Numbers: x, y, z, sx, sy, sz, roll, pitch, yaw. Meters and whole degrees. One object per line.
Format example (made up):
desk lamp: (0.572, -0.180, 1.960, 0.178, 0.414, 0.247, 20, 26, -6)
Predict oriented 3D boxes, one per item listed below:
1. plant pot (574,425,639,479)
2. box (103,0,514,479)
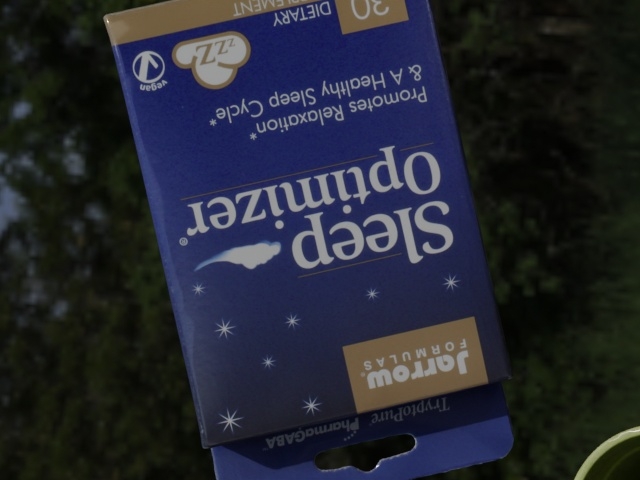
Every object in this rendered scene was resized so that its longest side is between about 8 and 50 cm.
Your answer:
plant pot: (0.160, 0.123, 0.720, 0.079, 0.083, 0.083, 14, -99, -64)
box: (0.000, 0.000, 0.697, 0.036, 0.136, 0.225, -133, 30, -86)
